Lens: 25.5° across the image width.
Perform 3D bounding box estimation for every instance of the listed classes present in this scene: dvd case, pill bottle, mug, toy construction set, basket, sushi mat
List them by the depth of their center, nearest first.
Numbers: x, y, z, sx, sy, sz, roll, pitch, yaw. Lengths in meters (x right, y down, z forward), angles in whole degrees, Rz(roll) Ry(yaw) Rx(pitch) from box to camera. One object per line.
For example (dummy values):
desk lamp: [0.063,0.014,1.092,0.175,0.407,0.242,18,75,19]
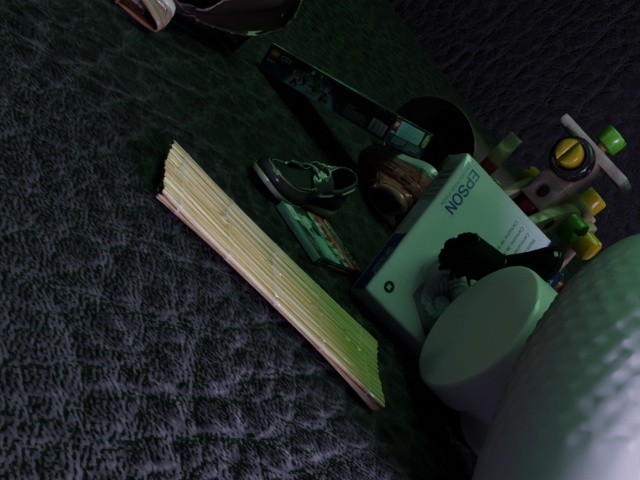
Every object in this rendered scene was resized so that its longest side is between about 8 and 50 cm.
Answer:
mug: [0.350,0.193,1.358,0.374,0.276,0.328,34,59,-16]
sushi mat: [-0.048,0.032,1.417,0.316,0.019,0.151,45,16,-16]
pill bottle: [0.290,0.209,1.604,0.363,0.210,0.210,43,15,-22]
dvd case: [0.000,0.000,1.661,0.087,0.013,0.119,56,14,23]
toy construction set: [0.303,-0.068,1.899,0.257,0.237,0.309,35,12,-37]
basket: [0.232,-0.116,2.406,0.227,0.154,0.204,38,16,-51]

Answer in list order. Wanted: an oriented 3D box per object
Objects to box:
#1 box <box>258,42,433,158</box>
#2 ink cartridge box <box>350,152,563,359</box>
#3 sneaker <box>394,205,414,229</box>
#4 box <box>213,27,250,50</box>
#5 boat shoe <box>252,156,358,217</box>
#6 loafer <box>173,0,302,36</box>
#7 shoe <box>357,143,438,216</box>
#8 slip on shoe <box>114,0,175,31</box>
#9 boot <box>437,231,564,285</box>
box: [0.039,-0.205,2.087,0.233,0.044,0.159,33,8,22]
ink cartridge box: [0.178,0.050,1.689,0.224,0.223,0.045,44,-21,-20]
sneaker: [0.183,-0.009,2.088,0.130,0.087,0.227,57,20,2]
box: [-0.141,-0.428,1.988,0.261,0.184,0.103,46,17,-15]
boat shoe: [-0.016,-0.078,1.706,0.075,0.065,0.206,55,15,20]
loafer: [-0.139,-0.327,1.810,0.130,0.133,0.366,41,19,33]
shoe: [0.092,-0.088,2.065,0.178,0.081,0.063,22,-39,52]
slip on shoe: [-0.233,-0.300,1.673,0.135,0.051,0.041,42,48,-22]
boot: [0.202,0.020,1.611,0.099,0.121,0.045,33,48,-28]
